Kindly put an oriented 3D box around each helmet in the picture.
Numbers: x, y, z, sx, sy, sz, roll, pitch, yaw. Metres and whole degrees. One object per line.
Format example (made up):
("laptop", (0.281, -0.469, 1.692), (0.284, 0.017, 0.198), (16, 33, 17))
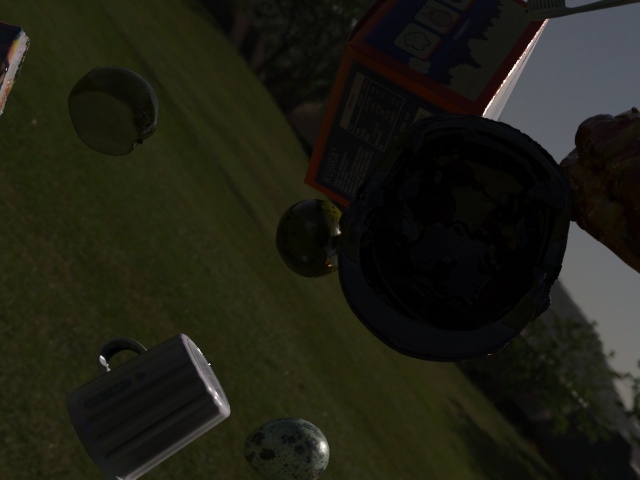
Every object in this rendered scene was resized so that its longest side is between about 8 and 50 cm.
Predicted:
("helmet", (0.160, 0.015, 1.234), (0.271, 0.338, 0.197), (22, -18, 6))

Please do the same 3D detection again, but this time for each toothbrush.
("toothbrush", (0.366, -0.268, 1.043), (0.021, 0.288, 0.024), (44, 41, -79))

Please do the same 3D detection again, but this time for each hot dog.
("hot dog", (0.393, -0.065, 1.218), (0.153, 0.150, 0.256), (18, 35, -42))

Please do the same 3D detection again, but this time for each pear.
("pear", (-0.316, -0.210, 1.514), (0.141, 0.141, 0.104), (49, 41, -15))

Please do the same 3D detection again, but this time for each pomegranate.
("pomegranate", (-0.007, 0.001, 1.462), (0.130, 0.130, 0.130), (49, 3, -4))

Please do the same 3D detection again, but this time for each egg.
("egg", (-0.066, 0.409, 1.877), (0.172, 0.132, 0.132), (11, 20, -21))

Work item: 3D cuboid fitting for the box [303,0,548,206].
("box", (0.169, -0.241, 1.667), (0.257, 0.318, 0.348), (29, -36, 8))

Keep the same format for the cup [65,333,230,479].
("cup", (-0.270, 0.230, 1.474), (0.221, 0.202, 0.167), (59, -3, 11))

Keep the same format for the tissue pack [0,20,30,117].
("tissue pack", (-0.300, -0.126, 0.701), (0.148, 0.108, 0.060), (20, 0, -9))
